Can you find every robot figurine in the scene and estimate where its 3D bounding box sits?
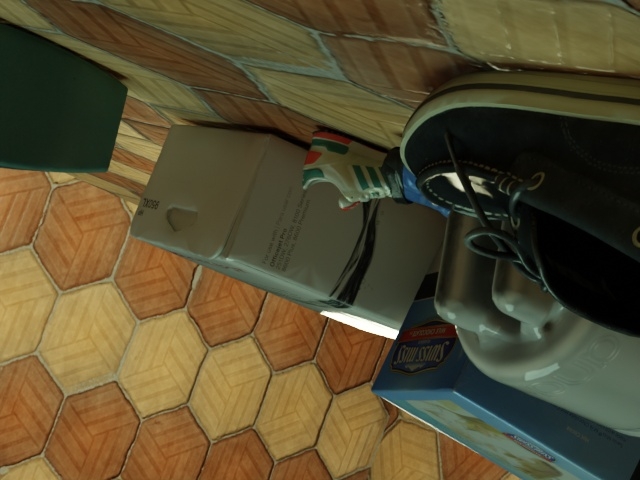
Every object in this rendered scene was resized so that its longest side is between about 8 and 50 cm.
[{"bbox_3d":[0.266,0.067,1.456,0.353,0.199,0.300,24,161,-34],"label":"robot figurine"}]

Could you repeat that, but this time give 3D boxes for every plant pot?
[{"bbox_3d":[-0.357,-0.160,1.819,0.234,0.165,0.166,14,178,-22],"label":"plant pot"}]

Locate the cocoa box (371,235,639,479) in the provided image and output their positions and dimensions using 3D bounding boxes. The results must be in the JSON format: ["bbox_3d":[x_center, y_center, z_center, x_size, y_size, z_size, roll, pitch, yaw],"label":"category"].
[{"bbox_3d":[0.283,0.160,1.819,0.347,0.228,0.231,31,165,-16],"label":"cocoa box"}]

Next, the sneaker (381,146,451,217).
[{"bbox_3d":[0.119,-0.052,1.568,0.085,0.058,0.152,9,165,38],"label":"sneaker"}]

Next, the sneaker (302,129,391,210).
[{"bbox_3d":[0.056,-0.060,1.656,0.161,0.075,0.057,20,175,8],"label":"sneaker"}]

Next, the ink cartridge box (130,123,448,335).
[{"bbox_3d":[0.000,0.000,1.983,0.395,0.166,0.285,23,174,-31],"label":"ink cartridge box"}]

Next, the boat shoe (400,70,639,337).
[{"bbox_3d":[0.198,-0.021,1.107,0.187,0.156,0.500,21,176,-29],"label":"boat shoe"}]
